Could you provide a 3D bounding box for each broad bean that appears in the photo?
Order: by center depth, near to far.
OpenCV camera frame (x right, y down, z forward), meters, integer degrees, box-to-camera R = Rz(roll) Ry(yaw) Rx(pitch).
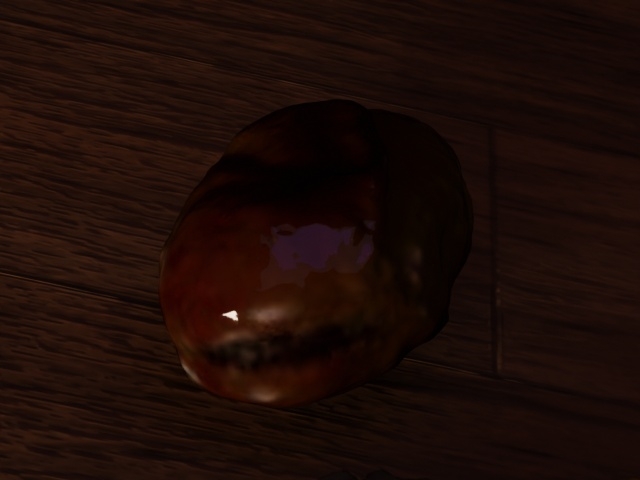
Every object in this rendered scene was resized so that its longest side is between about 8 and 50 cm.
[{"bbox_3d":[-0.002,0.003,1.026,0.156,0.122,0.228,-2,25,20],"label":"broad bean"}]

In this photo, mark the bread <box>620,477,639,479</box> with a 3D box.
[{"bbox_3d":[0.208,0.178,0.849,0.229,0.139,0.143,-9,39,7],"label":"bread"}]

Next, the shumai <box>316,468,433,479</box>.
[{"bbox_3d":[0.019,0.205,0.775,0.184,0.218,0.185,24,-1,11],"label":"shumai"}]
